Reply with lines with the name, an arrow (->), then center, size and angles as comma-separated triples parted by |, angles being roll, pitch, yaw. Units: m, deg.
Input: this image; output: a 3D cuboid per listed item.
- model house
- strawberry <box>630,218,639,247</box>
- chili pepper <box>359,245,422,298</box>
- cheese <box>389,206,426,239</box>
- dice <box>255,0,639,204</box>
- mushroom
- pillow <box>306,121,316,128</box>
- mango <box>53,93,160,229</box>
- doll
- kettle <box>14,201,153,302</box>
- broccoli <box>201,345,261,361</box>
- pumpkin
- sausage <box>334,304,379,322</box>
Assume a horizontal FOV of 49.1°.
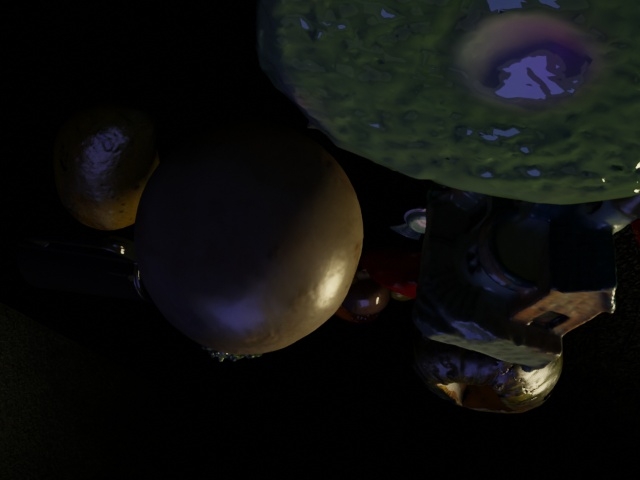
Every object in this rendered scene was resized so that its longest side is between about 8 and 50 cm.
model house -> 0.279, -0.023, 0.876 | 0.194, 0.267, 0.325 | 19, 150, -14
strawberry -> 0.460, 0.004, 0.813 | 0.205, 0.244, 0.205 | 15, 151, 8
chili pepper -> 0.233, 0.066, 1.261 | 0.387, 0.110, 0.110 | 6, 152, 30
cheese -> 0.169, -0.029, 1.201 | 0.067, 0.026, 0.120 | 25, 154, -12
dice -> 0.143, -0.236, 0.455 | 0.318, 0.330, 0.322 | 16, 154, -4
mushroom -> -0.106, -0.006, 1.100 | 0.362, 0.362, 0.294 | 10, -176, 18
pillow -> 0.098, -0.171, 0.939 | 0.229, 0.050, 0.148 | 15, 159, 1
mango -> -0.373, -0.130, 1.219 | 0.176, 0.176, 0.329 | -22, 165, -21
doll -> 0.120, 0.091, 1.400 | 0.188, 0.096, 0.145 | -13, -163, -7
kettle -> -0.496, 0.009, 1.552 | 0.308, 0.203, 0.262 | 8, 139, 19
broccoli -> -0.175, 0.111, 1.518 | 0.247, 0.263, 0.243 | 24, -163, -10
pumpkin -> 0.332, 0.235, 1.425 | 0.320, 0.192, 0.320 | 15, 157, 6
sausage -> 0.056, 0.127, 1.524 | 0.179, 0.089, 0.089 | 28, 153, -25
